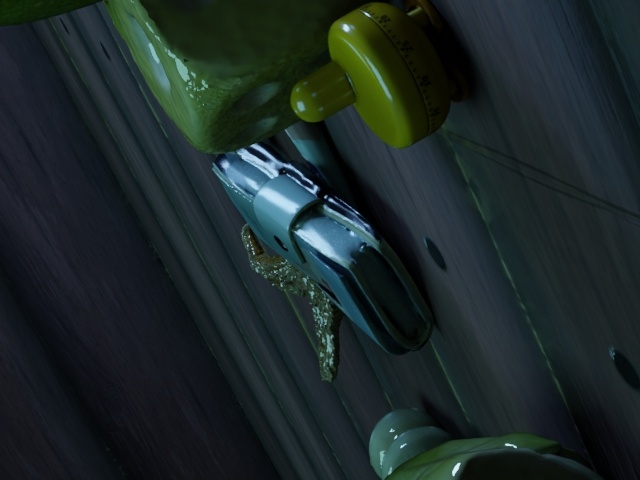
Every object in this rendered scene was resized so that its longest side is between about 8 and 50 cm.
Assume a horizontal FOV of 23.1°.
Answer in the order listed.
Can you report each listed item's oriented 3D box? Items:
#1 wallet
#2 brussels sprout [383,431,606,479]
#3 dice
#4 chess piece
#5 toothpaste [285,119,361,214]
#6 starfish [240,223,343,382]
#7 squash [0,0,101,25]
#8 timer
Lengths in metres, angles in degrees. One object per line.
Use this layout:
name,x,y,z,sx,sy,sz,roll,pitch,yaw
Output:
wallet,0.000,0.000,1.607,0.250,0.075,0.176,40,169,42
brussels sprout,0.145,0.309,1.333,0.281,0.289,0.354,39,150,22
dice,-0.063,-0.182,1.227,0.169,0.169,0.166,57,168,11
chess piece,0.126,0.267,1.764,0.133,0.133,0.243,64,175,-23
toothpaste,-0.009,-0.098,1.576,0.205,0.036,0.056,59,173,-27
starfish,-0.016,0.011,1.837,0.299,0.060,0.302,66,158,9
squash,-0.352,-0.360,1.675,0.310,0.309,0.310,56,167,19
timer,0.039,-0.113,1.114,0.107,0.109,0.107,55,168,17
